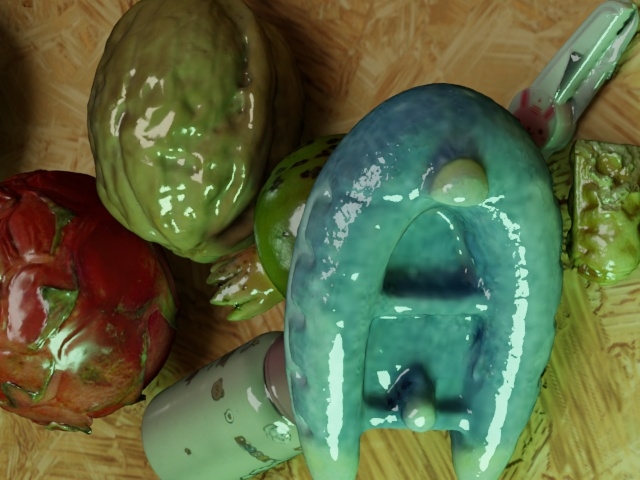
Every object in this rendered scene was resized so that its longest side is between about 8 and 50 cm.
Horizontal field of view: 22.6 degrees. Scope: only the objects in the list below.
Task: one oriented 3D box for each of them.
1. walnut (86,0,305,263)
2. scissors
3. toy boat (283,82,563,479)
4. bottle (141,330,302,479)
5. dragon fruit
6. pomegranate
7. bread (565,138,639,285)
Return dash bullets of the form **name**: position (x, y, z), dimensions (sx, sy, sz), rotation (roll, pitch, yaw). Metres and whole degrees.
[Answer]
- **walnut**: position (-0.108, -0.105, 1.401), dimensions (0.198, 0.198, 0.245), rotation (4, 85, 42)
- **scissors**: position (0.170, -0.093, 1.253), dimensions (0.118, 0.030, 0.242), rotation (53, 127, 28)
- **toy boat**: position (0.084, 0.049, 1.190), dimensions (0.123, 0.215, 0.330), rotation (-122, 39, -68)
- **bottle**: position (-0.047, 0.141, 1.403), dimensions (0.233, 0.110, 0.110), rotation (-31, 70, 37)
- **dragon fruit**: position (-0.245, 0.054, 1.475), dimensions (0.241, 0.241, 0.252), rotation (-24, 113, 40)
- **pomegranate**: position (0.000, 0.000, 1.315), dimensions (0.205, 0.159, 0.159), rotation (-29, 70, 17)
- **bread**: position (0.213, -0.021, 1.197), dimensions (0.066, 0.060, 0.110), rotation (5, 93, 57)
